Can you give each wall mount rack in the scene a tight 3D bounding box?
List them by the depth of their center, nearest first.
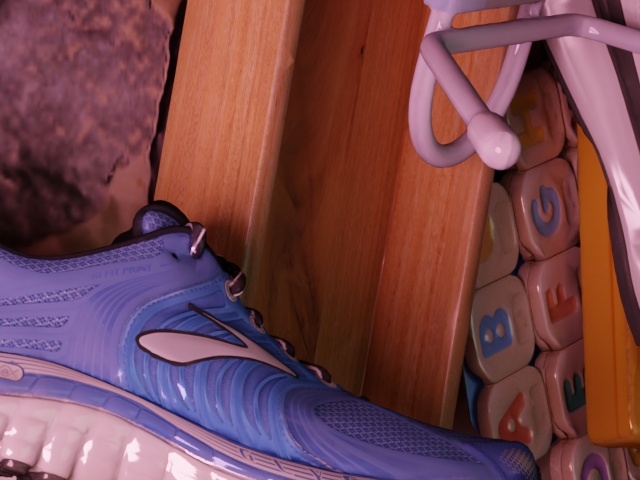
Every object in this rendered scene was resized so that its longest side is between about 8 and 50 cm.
[{"bbox_3d":[0.124,-0.174,0.927,0.304,0.130,0.350,-19,127,-58],"label":"wall mount rack"}]

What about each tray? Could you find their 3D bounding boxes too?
[{"bbox_3d":[0.000,0.000,1.037,0.203,0.076,0.411,13,87,-52],"label":"tray"}]

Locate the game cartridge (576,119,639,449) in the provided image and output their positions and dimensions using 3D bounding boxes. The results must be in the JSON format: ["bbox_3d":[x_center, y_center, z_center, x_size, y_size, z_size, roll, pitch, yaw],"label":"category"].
[{"bbox_3d":[0.293,0.007,1.306,0.324,0.053,0.285,11,73,-41],"label":"game cartridge"}]

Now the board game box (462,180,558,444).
[{"bbox_3d":[0.106,0.049,1.211,0.133,0.033,0.168,-14,96,-53],"label":"board game box"}]

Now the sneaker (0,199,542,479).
[{"bbox_3d":[-0.048,0.057,0.860,0.330,0.130,0.147,18,68,-19],"label":"sneaker"}]

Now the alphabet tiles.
[{"bbox_3d":[0.167,0.027,1.251,0.278,0.021,0.284,-21,102,-53],"label":"alphabet tiles"}]

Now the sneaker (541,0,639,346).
[{"bbox_3d":[0.298,-0.040,1.122,0.169,0.257,0.447,-34,102,-40],"label":"sneaker"}]
